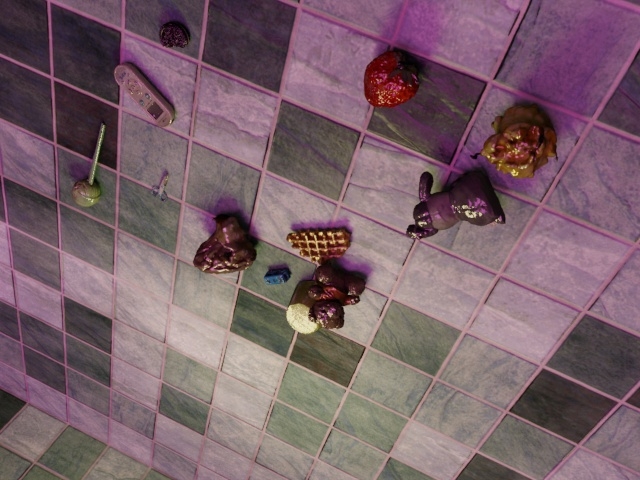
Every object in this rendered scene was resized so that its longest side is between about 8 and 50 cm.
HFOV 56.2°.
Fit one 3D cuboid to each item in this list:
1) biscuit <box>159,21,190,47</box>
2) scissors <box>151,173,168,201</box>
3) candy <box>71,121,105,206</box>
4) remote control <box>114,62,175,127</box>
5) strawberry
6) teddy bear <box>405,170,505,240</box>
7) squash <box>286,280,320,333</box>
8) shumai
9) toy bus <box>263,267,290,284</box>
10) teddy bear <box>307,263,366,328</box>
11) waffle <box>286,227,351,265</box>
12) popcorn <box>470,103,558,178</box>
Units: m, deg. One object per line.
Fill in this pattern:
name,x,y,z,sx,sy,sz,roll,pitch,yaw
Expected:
biscuit,-0.401,-0.555,1.640,0.087,0.027,0.089,38,129,-3
scissors,-0.519,-0.175,1.971,0.058,0.014,0.119,32,133,-5
candy,-0.759,-0.252,2.002,0.092,0.093,0.336,4,128,-33
remote control,-0.518,-0.430,1.774,0.078,0.042,0.221,-33,106,37
strawberry,0.161,-0.382,1.443,0.148,0.131,0.131,-26,109,28
teddy bear,0.338,-0.105,1.556,0.251,0.144,0.171,-8,98,28
squash,-0.032,0.223,1.966,0.170,0.123,0.170,12,122,20
shumai,-0.312,0.007,1.919,0.205,0.166,0.176,-7,113,0
toy bus,-0.144,0.121,1.986,0.083,0.046,0.038,-8,119,30
teddy bear,0.033,0.179,1.860,0.177,0.190,0.140,18,169,-22
waffle,0.000,0.000,1.835,0.160,0.046,0.192,44,128,-10
popcorn,0.455,-0.215,1.376,0.173,0.195,0.168,14,126,24
